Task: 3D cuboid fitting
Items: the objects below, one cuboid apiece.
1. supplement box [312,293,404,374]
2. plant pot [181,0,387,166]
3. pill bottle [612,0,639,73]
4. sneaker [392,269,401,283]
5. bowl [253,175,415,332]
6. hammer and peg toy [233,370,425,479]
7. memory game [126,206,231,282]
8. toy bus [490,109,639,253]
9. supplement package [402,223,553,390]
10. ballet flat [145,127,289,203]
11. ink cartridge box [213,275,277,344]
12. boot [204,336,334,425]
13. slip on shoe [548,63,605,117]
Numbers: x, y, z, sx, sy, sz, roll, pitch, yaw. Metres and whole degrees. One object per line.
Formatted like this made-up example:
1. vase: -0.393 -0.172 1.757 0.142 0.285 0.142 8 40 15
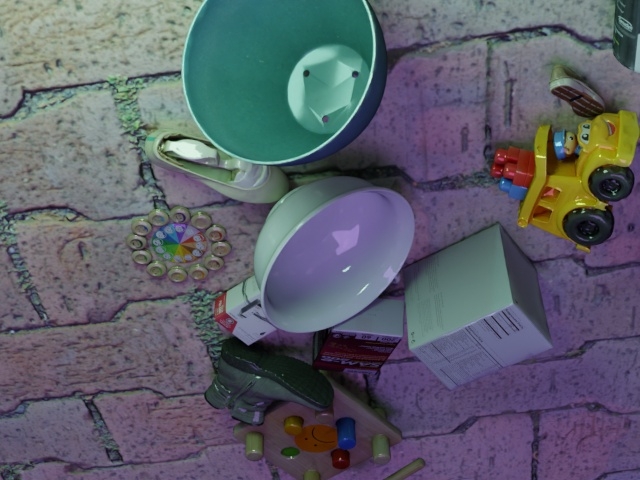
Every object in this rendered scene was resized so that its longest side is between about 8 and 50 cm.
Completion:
1. supplement box: 0.065 0.175 2.056 0.130 0.073 0.239 6 157 -7
2. plant pot: -0.023 -0.235 1.600 0.290 0.290 0.195 -23 165 20
3. pill bottle: 0.476 -0.360 1.554 0.130 0.130 0.245 -5 134 4
4. sneaker: 0.060 0.072 2.004 0.191 0.083 0.071 -22 132 21
5. bowl: 0.000 0.000 1.861 0.298 0.134 0.298 -23 139 -22
6. hammer and peg toy: 0.034 0.417 2.311 0.266 0.127 0.361 -33 126 25
7. memory game: -0.250 0.010 1.986 0.186 0.012 0.186 0 134 0
8. toy bus: 0.384 -0.115 1.796 0.211 0.149 0.220 18 136 4
9. supplement package: 0.271 0.118 1.973 0.203 0.194 0.149 -27 130 24
10. ballet flat: -0.159 -0.121 1.801 0.248 0.086 0.086 15 132 -16
11. ink cartridge box: -0.113 0.122 2.067 0.135 0.056 0.099 -31 126 27
12. boot: -0.099 0.297 2.175 0.247 0.083 0.161 25 125 12
13. slip on shoe: 0.397 -0.231 1.742 0.051 0.041 0.135 -21 150 40
